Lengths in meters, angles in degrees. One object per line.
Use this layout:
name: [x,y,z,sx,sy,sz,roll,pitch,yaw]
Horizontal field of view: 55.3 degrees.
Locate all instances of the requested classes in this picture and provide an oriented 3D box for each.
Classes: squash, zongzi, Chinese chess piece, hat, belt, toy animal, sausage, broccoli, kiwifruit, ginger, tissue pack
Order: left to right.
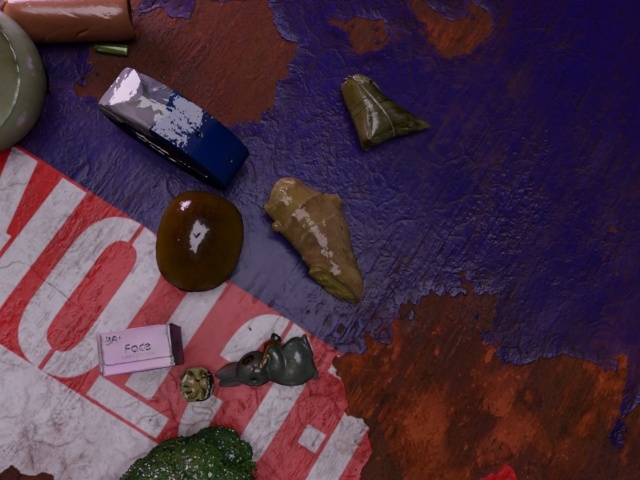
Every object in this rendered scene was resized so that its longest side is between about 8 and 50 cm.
Chinese chess piece: [-0.801,-0.362,1.374,0.349,0.146,0.349,0,96,0]
sausage: [-0.610,-0.543,1.485,0.304,0.121,0.121,-4,81,-10]
squash: [-0.527,-0.482,1.535,0.083,0.027,0.027,5,80,-8]
tissue pack: [-0.380,0.236,1.319,0.148,0.246,0.092,-8,81,-9]
belt: [-0.341,-0.254,1.429,0.347,0.212,0.117,33,79,-6]
broccoli: [-0.292,0.575,1.255,0.321,0.310,0.413,6,45,-13]
kiwifruit: [-0.280,0.006,1.406,0.196,0.196,0.234,19,85,-5]
hat: [-0.281,0.334,1.415,0.076,0.059,0.077,-6,75,7]
toy animal: [-0.123,0.297,1.417,0.236,0.108,0.138,-23,85,-11]
ginger: [0.000,0.000,1.482,0.190,0.126,0.354,-26,88,-22]
zongzi: [0.168,-0.358,1.581,0.204,0.094,0.205,-19,83,-15]
